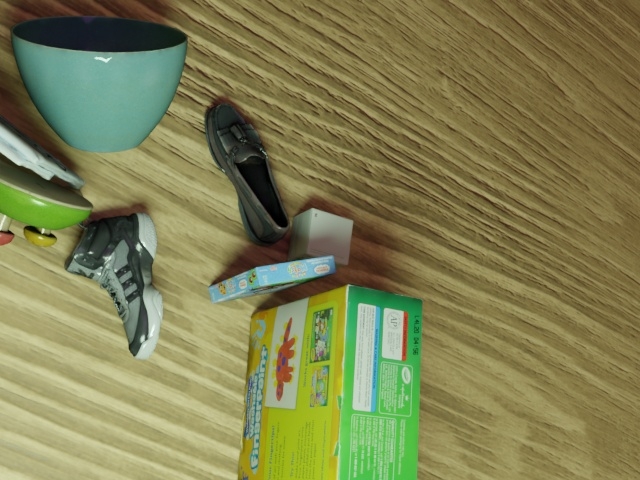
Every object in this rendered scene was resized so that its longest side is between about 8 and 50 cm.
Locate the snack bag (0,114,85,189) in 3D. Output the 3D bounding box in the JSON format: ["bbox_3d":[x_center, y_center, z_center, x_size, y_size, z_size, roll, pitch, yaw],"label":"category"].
[{"bbox_3d":[-0.525,-0.194,1.239,0.323,0.342,0.037,38,85,-3],"label":"snack bag"}]

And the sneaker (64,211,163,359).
[{"bbox_3d":[-0.365,0.077,1.419,0.153,0.101,0.268,3,70,-30],"label":"sneaker"}]

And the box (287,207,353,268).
[{"bbox_3d":[0.000,0.000,1.659,0.101,0.087,0.102,17,70,-26],"label":"box"}]

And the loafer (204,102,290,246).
[{"bbox_3d":[-0.133,-0.140,1.609,0.109,0.095,0.302,-21,89,-33],"label":"loafer"}]

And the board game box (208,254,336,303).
[{"bbox_3d":[-0.093,0.073,1.512,0.160,0.211,0.039,-9,83,-32],"label":"board game box"}]

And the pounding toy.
[{"bbox_3d":[-0.480,-0.045,1.329,0.183,0.237,0.110,21,95,-19],"label":"pounding toy"}]

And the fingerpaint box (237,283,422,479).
[{"bbox_3d":[0.006,0.331,1.412,0.163,0.371,0.444,13,71,-28],"label":"fingerpaint box"}]

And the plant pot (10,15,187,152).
[{"bbox_3d":[-0.379,-0.266,1.417,0.290,0.290,0.195,-12,120,-32],"label":"plant pot"}]
